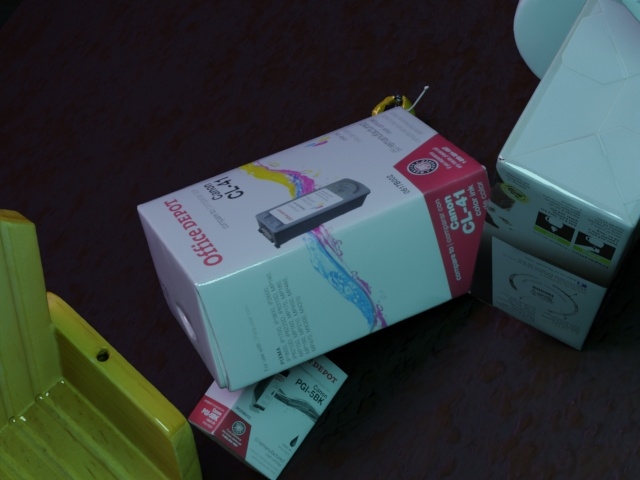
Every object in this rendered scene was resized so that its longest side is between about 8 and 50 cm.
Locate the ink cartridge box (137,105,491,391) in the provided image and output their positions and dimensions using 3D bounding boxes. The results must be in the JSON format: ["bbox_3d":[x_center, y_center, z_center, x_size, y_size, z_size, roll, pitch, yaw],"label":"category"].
[{"bbox_3d":[0.000,0.000,1.639,0.306,0.131,0.226,-21,27,-13],"label":"ink cartridge box"}]

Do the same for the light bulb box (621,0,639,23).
[{"bbox_3d":[0.451,-0.197,1.143,0.361,0.358,0.225,-15,41,46],"label":"light bulb box"}]

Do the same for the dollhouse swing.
[{"bbox_3d":[-0.297,0.205,1.558,0.347,0.315,0.305,-41,-13,-30],"label":"dollhouse swing"}]

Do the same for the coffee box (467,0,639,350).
[{"bbox_3d":[0.218,-0.046,1.363,0.168,0.119,0.297,-59,-12,-19],"label":"coffee box"}]

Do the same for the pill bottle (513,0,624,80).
[{"bbox_3d":[0.331,-0.330,1.617,0.224,0.224,0.392,-15,43,45],"label":"pill bottle"}]

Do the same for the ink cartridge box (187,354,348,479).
[{"bbox_3d":[-0.052,0.158,1.672,0.135,0.099,0.056,-55,32,-11],"label":"ink cartridge box"}]

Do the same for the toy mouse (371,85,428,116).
[{"bbox_3d":[0.066,-0.095,1.889,0.161,0.031,0.143,-9,59,57],"label":"toy mouse"}]
